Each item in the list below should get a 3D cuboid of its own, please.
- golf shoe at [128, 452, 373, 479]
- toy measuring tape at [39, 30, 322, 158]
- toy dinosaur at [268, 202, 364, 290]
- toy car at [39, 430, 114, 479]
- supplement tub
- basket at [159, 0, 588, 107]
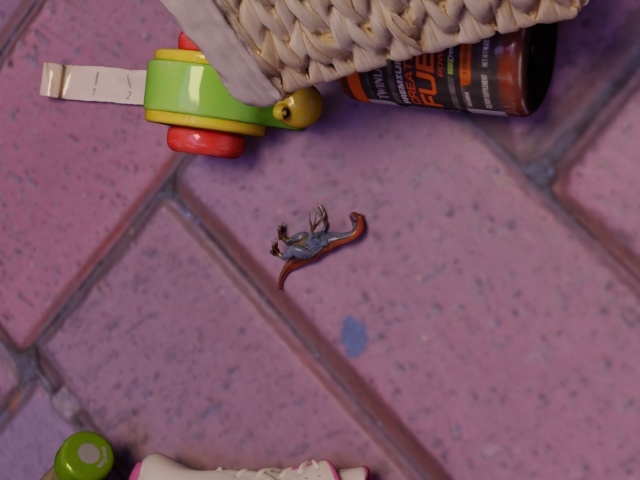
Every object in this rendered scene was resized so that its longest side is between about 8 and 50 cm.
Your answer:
[{"bbox_3d":[-0.028,0.241,0.824,0.306,0.115,0.140,22,74,27],"label":"golf shoe"},{"bbox_3d":[-0.153,-0.139,0.862,0.330,0.121,0.121,10,95,25],"label":"toy measuring tape"},{"bbox_3d":[0.000,0.000,0.842,0.082,0.047,0.090,5,126,17],"label":"toy dinosaur"},{"bbox_3d":[-0.208,0.301,0.887,0.188,0.149,0.155,39,131,0],"label":"toy car"},{"bbox_3d":[0.079,-0.157,0.755,0.198,0.106,0.106,9,94,26],"label":"supplement tub"},{"bbox_3d":[0.005,-0.325,0.614,0.266,0.331,0.328,-10,56,23],"label":"basket"}]
